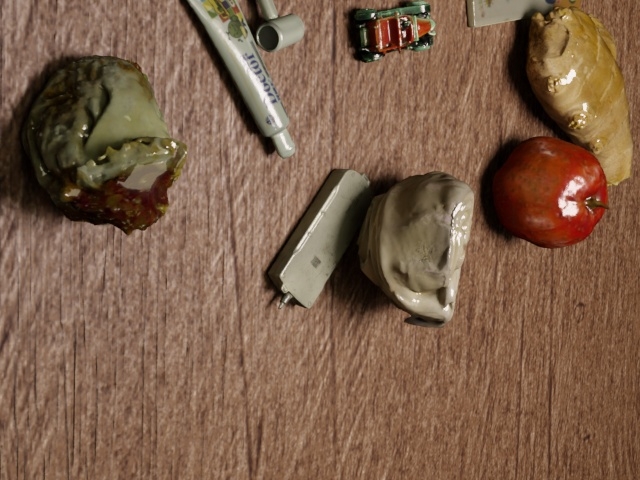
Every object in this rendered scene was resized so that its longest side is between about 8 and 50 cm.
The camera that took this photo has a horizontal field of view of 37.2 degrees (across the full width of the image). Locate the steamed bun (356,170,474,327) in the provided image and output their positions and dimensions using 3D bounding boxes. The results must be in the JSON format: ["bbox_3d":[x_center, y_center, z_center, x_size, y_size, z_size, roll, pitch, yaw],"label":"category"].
[{"bbox_3d":[0.121,0.007,1.297,0.144,0.218,0.211,7,103,0],"label":"steamed bun"}]

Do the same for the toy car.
[{"bbox_3d":[0.107,-0.290,1.313,0.143,0.054,0.073,-20,110,-39],"label":"toy car"}]

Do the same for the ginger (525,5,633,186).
[{"bbox_3d":[0.440,-0.249,1.621,0.375,0.166,0.236,56,19,-60],"label":"ginger"}]

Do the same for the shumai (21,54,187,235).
[{"bbox_3d":[-0.209,-0.101,0.984,0.184,0.142,0.184,-12,108,-43],"label":"shumai"}]

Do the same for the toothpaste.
[{"bbox_3d":[-0.092,-0.211,1.153,0.067,0.037,0.255,-43,119,-32],"label":"toothpaste"}]

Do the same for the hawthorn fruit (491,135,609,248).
[{"bbox_3d":[0.376,-0.074,1.499,0.179,0.200,0.179,-6,101,-36],"label":"hawthorn fruit"}]

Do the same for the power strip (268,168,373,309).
[{"bbox_3d":[0.000,0.000,1.273,0.080,0.029,0.227,50,62,-38],"label":"power strip"}]

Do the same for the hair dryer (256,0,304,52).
[{"bbox_3d":[-0.066,-0.295,1.164,0.063,0.038,0.124,-38,108,-54],"label":"hair dryer"}]

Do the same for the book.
[{"bbox_3d":[0.325,-0.461,1.518,0.295,0.020,0.207,-20,110,-40],"label":"book"}]
